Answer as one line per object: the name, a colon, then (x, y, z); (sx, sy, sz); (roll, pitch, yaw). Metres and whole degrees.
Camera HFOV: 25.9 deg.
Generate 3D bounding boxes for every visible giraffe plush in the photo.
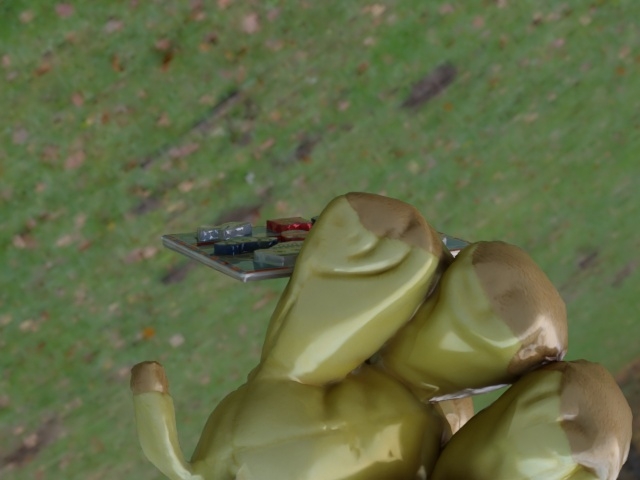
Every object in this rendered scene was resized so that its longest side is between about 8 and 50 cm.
giraffe plush: (0.024, 0.100, 0.639); (0.210, 0.181, 0.170); (-32, 162, -1)

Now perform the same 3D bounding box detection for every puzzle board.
puzzle board: (0.000, 0.000, 0.671); (0.128, 0.011, 0.096); (-6, -168, -27)
